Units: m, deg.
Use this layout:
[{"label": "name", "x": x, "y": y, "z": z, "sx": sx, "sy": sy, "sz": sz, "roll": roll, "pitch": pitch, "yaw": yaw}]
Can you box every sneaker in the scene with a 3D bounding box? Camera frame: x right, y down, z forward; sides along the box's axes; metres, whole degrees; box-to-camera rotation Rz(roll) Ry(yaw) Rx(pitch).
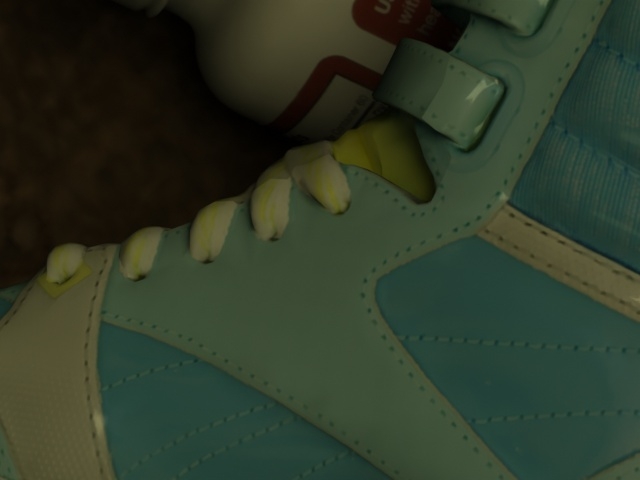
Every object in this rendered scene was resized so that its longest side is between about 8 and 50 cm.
[{"label": "sneaker", "x": 0.000, "y": 0.000, "z": 0.490, "sx": 0.319, "sy": 0.127, "sz": 0.208, "roll": 12, "pitch": 90, "yaw": 14}]

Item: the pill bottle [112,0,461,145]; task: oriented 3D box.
[{"label": "pill bottle", "x": 0.040, "y": -0.075, "z": 0.573, "sx": 0.216, "sy": 0.121, "sz": 0.121, "roll": 25, "pitch": 75, "yaw": -13}]
